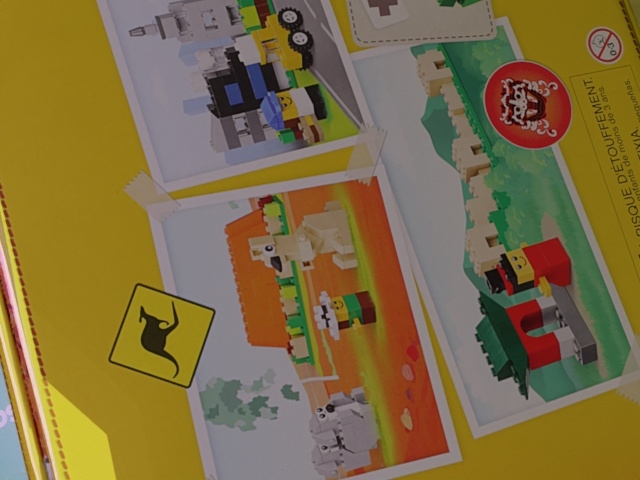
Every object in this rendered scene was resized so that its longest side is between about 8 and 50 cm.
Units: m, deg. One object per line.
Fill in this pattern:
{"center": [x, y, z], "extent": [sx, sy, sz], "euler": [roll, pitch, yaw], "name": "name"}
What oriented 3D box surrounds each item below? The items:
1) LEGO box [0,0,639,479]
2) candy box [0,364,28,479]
{"center": [0.000, 0.000, 0.644], "extent": [0.372, 0.193, 0.500], "euler": [-12, 78, -16], "name": "LEGO box"}
{"center": [-0.199, 0.135, 0.791], "extent": [0.268, 0.122, 0.317], "euler": [-25, 78, 10], "name": "candy box"}
